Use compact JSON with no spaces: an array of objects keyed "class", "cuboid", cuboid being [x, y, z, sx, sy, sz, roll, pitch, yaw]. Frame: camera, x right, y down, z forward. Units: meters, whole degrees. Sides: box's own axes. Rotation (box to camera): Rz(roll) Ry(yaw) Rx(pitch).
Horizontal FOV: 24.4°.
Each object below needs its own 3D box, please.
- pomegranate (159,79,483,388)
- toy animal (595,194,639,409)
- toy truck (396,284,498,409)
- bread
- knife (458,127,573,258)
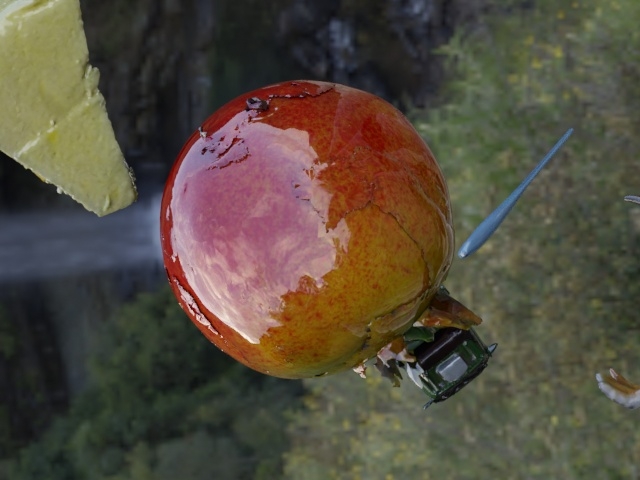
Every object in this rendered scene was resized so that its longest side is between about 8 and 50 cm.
[{"class":"pomegranate","cuboid":[0.000,0.000,1.026,0.210,0.235,0.210,-45,11,12]},{"class":"toy animal","cuboid":[0.273,0.063,1.099,0.197,0.272,0.160,42,107,15]},{"class":"toy truck","cuboid":[0.050,0.030,1.303,0.259,0.088,0.121,50,-177,-12]},{"class":"bread","cuboid":[-0.285,-0.160,1.538,0.198,0.236,0.263,-51,30,-7]},{"class":"knife","cuboid":[0.236,-0.060,1.744,0.019,0.313,0.044,45,138,1]}]
